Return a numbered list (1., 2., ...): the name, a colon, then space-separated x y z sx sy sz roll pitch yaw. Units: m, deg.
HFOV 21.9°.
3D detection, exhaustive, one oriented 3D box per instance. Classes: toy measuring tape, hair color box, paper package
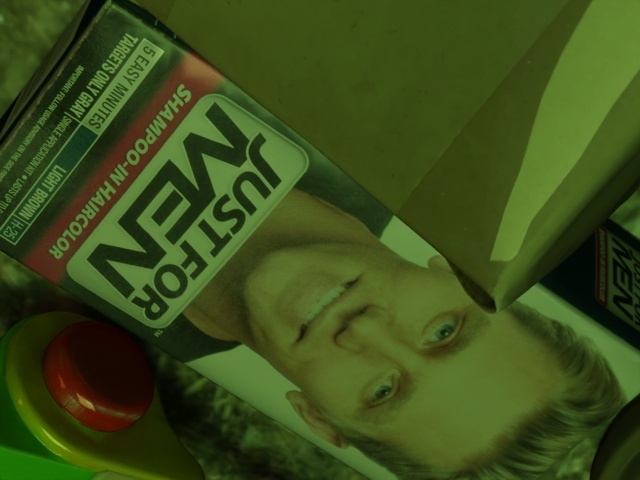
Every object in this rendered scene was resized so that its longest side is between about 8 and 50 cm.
1. toy measuring tape: -0.106 0.119 1.022 0.330 0.121 0.121 22 129 -35
2. hair color box: 0.000 0.000 0.894 0.347 0.105 0.174 33 124 -15
3. paper package: 0.123 -0.167 0.564 0.168 0.309 0.325 40 108 10

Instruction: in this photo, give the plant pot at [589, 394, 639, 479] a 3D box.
1. plant pot: 0.280 0.184 0.981 0.237 0.110 0.237 4 125 5
